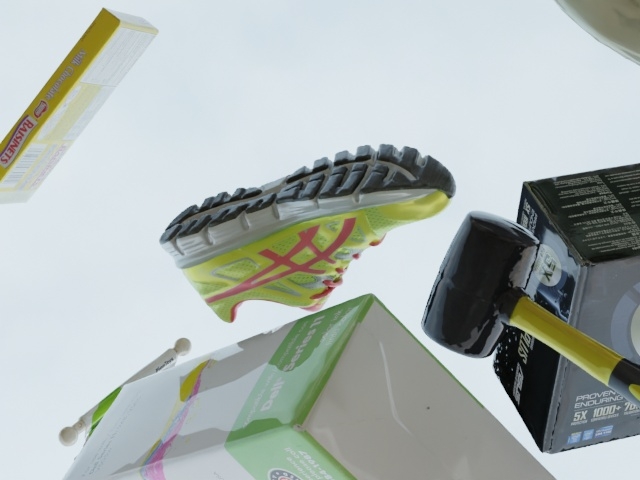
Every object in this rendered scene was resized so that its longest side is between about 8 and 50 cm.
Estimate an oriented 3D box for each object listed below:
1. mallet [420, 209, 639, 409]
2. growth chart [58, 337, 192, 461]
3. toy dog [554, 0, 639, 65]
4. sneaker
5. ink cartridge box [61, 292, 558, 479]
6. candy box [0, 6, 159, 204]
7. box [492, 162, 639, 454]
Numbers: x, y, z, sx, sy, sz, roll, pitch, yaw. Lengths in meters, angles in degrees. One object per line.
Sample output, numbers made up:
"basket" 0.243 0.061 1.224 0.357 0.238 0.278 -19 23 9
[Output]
"mallet" 0.122 0.043 0.635 0.039 0.062 0.190 3 -163 -47
"growth chart" -0.130 0.196 1.285 0.021 0.237 0.172 16 -136 35
"toy dog" 0.253 -0.332 0.748 0.285 0.408 0.395 -1 -139 -34
"sneaker" 0.000 0.000 1.043 0.208 0.094 0.081 -15 -160 22
"ink cartridge box" -0.037 0.181 1.048 0.207 0.353 0.119 46 -130 -19
"candy box" -0.228 -0.116 1.353 0.027 0.105 0.206 40 -80 5
"box" 0.202 0.031 0.879 0.180 0.147 0.077 -9 -139 -16
